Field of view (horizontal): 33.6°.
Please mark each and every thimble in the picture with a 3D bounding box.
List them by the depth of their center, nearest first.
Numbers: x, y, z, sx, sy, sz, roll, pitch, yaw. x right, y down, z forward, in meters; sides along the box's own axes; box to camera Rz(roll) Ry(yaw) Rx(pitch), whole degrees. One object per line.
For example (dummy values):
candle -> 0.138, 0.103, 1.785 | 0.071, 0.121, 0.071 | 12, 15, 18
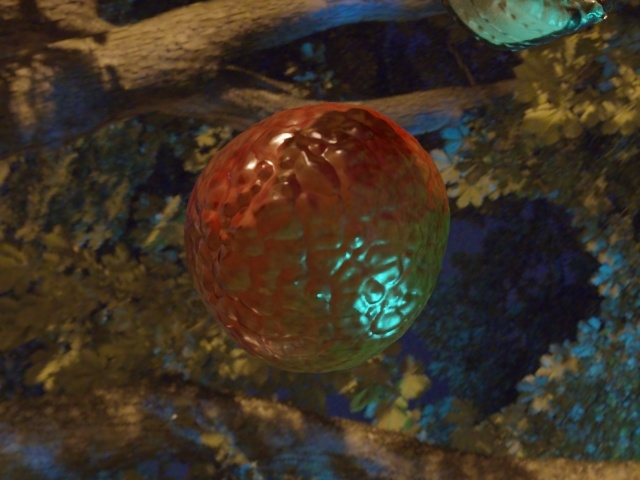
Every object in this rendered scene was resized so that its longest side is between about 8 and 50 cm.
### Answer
thimble -> 0.249, -0.350, 1.291 | 0.150, 0.237, 0.237 | -5, -72, 62

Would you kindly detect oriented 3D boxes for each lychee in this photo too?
lychee -> 0.000, 0.000, 0.971 | 0.255, 0.300, 0.255 | -11, -109, 36
